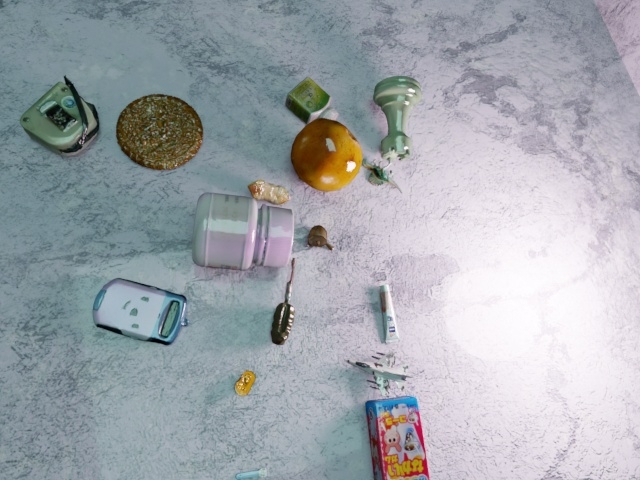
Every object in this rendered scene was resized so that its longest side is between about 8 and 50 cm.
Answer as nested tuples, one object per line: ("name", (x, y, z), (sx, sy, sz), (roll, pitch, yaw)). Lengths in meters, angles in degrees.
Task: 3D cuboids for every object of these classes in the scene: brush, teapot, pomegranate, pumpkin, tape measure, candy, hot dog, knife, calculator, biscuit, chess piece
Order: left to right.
("tape measure", (-0.843, -0.409, 1.455), (0.207, 0.115, 0.235), (32, 69, 0))
("calculator", (-0.559, 0.225, 1.368), (0.293, 0.051, 0.173), (17, 69, -8))
("biscuit", (-0.573, -0.393, 1.556), (0.305, 0.038, 0.305), (4, 73, -13))
("pumpkin", (-0.240, 0.457, 1.389), (0.050, 0.028, 0.083), (38, 60, -2))
("knife", (-0.211, 0.714, 1.330), (0.096, 0.010, 0.027), (-3, 75, -12))
("hot dog", (-0.193, -0.175, 1.572), (0.168, 0.061, 0.078), (18, 102, -29))
("brush", (-0.111, 0.200, 1.477), (0.071, 0.084, 0.301), (13, 65, -9))
("teapot", (0.000, 0.000, 1.580), (0.110, 0.085, 0.080), (34, 41, -32))
("pomegranate", (0.019, -0.301, 1.571), (0.264, 0.264, 0.264), (4, 73, -13))
("chess piece", (0.304, -0.473, 1.733), (0.194, 0.194, 0.299), (4, 82, -13))
("candy", (0.250, 0.673, 1.410), (0.157, 0.100, 0.306), (-1, 75, -15))

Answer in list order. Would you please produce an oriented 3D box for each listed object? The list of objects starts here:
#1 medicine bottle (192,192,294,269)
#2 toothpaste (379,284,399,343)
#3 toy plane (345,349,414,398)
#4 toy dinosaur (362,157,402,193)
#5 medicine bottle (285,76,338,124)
("medicine bottle", (-0.251, -0.023, 1.416), (0.301, 0.241, 0.241), (6, 72, -12))
("toothpaste", (0.245, 0.263, 1.567), (0.056, 0.036, 0.205), (-4, 79, -14))
("toy plane", (0.198, 0.442, 1.480), (0.234, 0.082, 0.160), (12, 66, 10))
("toy dinosaur", (0.240, -0.252, 1.720), (0.106, 0.044, 0.187), (-23, 93, -6))
("medicine bottle", (-0.026, -0.526, 1.705), (0.188, 0.088, 0.132), (42, 68, 1))
